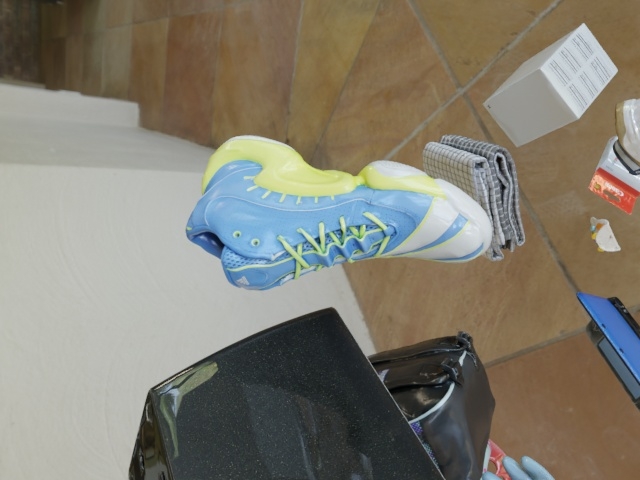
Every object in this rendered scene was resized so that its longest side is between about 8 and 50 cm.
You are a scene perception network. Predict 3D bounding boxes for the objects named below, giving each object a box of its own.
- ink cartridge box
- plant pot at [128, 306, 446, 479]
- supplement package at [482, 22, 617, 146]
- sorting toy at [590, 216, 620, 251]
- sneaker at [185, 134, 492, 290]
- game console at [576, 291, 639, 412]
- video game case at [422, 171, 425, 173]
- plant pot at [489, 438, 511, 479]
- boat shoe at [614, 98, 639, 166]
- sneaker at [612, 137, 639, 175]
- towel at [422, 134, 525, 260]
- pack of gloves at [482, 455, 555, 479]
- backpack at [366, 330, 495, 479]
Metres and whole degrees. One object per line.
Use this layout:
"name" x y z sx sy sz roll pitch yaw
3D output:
"ink cartridge box" 0.838 -0.184 1.294 0.179 0.145 0.045 -59 2 -17
"plant pot" -0.049 0.188 0.371 0.187 0.167 0.188 55 134 40
"supplement package" 0.556 -0.371 1.147 0.149 0.203 0.194 48 159 -7
"sorting toy" 0.662 -0.019 1.112 0.045 0.075 0.083 -27 115 24
"sneaker" 0.000 0.000 0.366 0.240 0.126 0.091 16 151 23
"game console" 0.748 0.298 1.190 0.250 0.173 0.293 90 167 -49
"video game case" 0.316 -0.237 1.763 0.173 0.190 0.022 -2 97 28
"plant pot" 0.328 0.553 1.053 0.191 0.174 0.191 50 155 33
"boat shoe" 0.548 -0.135 0.706 0.096 0.277 0.098 -15 63 50
"sneaker" 0.807 -0.192 1.044 0.282 0.099 0.153 30 157 16
"towel" 0.383 -0.114 1.165 0.284 0.121 0.235 66 171 -26
"pack of gloves" 0.133 0.284 0.340 0.195 0.046 0.232 -57 14 10
"backpack" 0.082 0.237 0.590 0.253 0.225 0.191 -16 93 26
